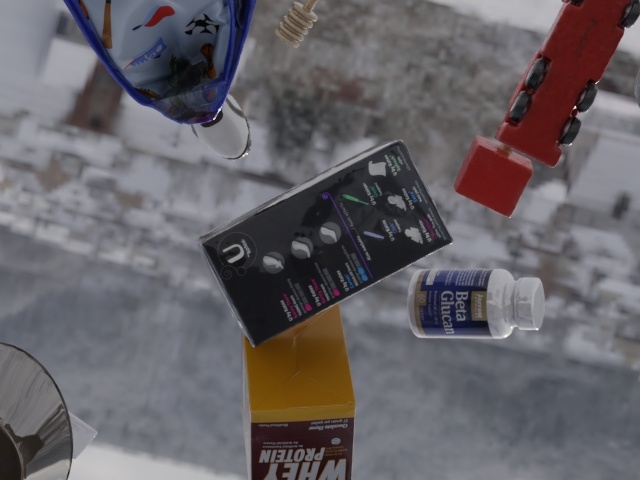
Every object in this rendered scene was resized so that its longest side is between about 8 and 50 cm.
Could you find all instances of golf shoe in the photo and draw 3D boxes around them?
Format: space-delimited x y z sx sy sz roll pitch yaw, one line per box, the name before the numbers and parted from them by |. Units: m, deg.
golf shoe | -0.162 -0.185 2.135 0.077 0.198 0.094 -30 -168 14

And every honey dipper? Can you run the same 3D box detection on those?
honey dipper | 0.010 -0.262 1.581 0.030 0.160 0.030 33 -164 -11

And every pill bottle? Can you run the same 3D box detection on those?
pill bottle | 0.209 0.084 2.149 0.169 0.094 0.094 -1 174 22

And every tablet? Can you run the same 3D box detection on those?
tablet | -0.372 0.284 2.370 0.083 0.054 0.006 43 176 -36

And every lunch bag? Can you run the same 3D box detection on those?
lunch bag | -0.188 -0.372 1.867 0.239 0.328 0.385 -12 130 9

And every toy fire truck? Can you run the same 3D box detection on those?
toy fire truck | 0.157 -0.105 1.114 0.047 0.192 0.135 26 -171 -3

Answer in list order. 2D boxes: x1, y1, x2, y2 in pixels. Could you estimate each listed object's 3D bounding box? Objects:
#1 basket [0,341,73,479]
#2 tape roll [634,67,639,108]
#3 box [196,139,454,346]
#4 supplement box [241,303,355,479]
basket | -0.350 0.216 1.657 0.154 0.204 0.227 -13 -178 0
tape roll | 0.459 -0.169 1.762 0.219 0.072 0.219 7 -139 -6
box | 0.000 0.000 1.945 0.270 0.143 0.165 -28 -176 -6
supplement box | -0.032 0.216 2.056 0.129 0.194 0.191 -3 -140 -5
